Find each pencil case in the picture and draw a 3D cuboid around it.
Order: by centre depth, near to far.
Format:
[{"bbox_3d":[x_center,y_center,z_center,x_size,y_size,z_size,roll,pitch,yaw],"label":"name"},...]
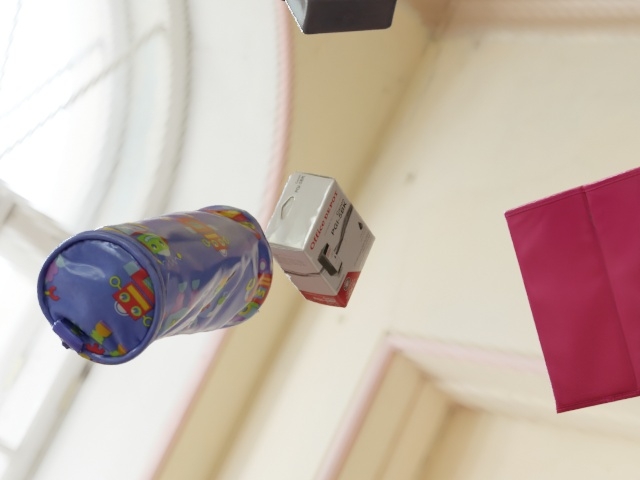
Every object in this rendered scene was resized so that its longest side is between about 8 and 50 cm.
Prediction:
[{"bbox_3d":[-0.146,0.039,1.530,0.119,0.133,0.306,39,15,12],"label":"pencil case"}]

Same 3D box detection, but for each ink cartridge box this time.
[{"bbox_3d":[0.000,0.000,1.852,0.056,0.099,0.135,11,-24,30],"label":"ink cartridge box"}]

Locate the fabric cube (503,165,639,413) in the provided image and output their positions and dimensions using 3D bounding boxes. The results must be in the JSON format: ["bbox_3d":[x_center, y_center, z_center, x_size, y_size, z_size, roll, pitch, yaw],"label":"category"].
[{"bbox_3d":[0.418,0.045,1.998,0.259,0.258,0.254,-19,-6,43],"label":"fabric cube"}]

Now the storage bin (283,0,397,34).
[{"bbox_3d":[0.024,-0.285,1.841,0.135,0.091,0.098,-7,-41,-17],"label":"storage bin"}]
